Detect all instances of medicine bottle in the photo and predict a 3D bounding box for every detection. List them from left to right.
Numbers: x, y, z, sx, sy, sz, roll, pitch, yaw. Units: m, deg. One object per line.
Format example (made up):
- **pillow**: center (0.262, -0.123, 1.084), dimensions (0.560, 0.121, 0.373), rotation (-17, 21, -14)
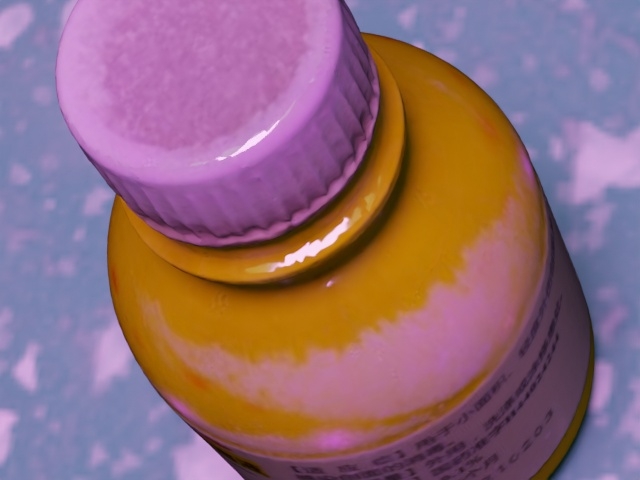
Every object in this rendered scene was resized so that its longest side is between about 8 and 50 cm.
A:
- **medicine bottle**: center (0.000, 0.000, 0.503), dimensions (0.121, 0.212, 0.122), rotation (-7, 64, 14)
